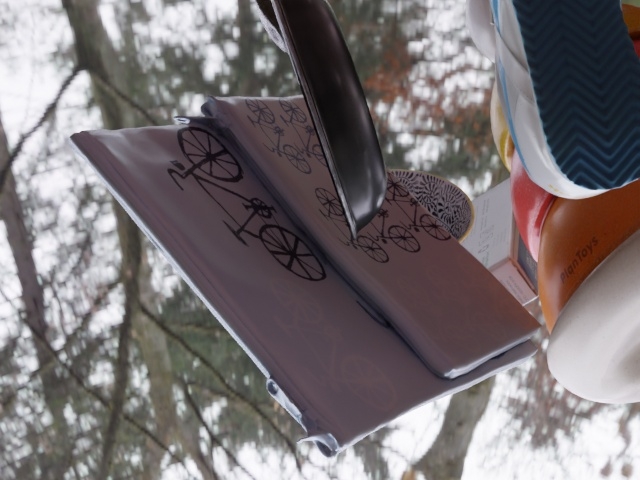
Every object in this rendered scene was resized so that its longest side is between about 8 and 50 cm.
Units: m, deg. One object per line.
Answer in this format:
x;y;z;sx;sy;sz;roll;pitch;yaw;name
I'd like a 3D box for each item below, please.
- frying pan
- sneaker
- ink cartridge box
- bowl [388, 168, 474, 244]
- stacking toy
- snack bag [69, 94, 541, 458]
0.000;-0.109;0.896;0.053;0.197;0.326;-19;-169;2;frying pan
0.128;-0.136;0.667;0.087;0.092;0.229;-5;-94;-7;sneaker
0.122;0.068;1.481;0.330;0.071;0.324;-33;-169;20;ink cartridge box
0.076;0.003;1.239;0.170;0.080;0.170;-2;-144;2;bowl
0.284;-0.118;1.141;0.350;0.350;0.480;-18;-122;-13;stacking toy
0.000;0.000;0.937;0.323;0.037;0.342;48;-150;18;snack bag
